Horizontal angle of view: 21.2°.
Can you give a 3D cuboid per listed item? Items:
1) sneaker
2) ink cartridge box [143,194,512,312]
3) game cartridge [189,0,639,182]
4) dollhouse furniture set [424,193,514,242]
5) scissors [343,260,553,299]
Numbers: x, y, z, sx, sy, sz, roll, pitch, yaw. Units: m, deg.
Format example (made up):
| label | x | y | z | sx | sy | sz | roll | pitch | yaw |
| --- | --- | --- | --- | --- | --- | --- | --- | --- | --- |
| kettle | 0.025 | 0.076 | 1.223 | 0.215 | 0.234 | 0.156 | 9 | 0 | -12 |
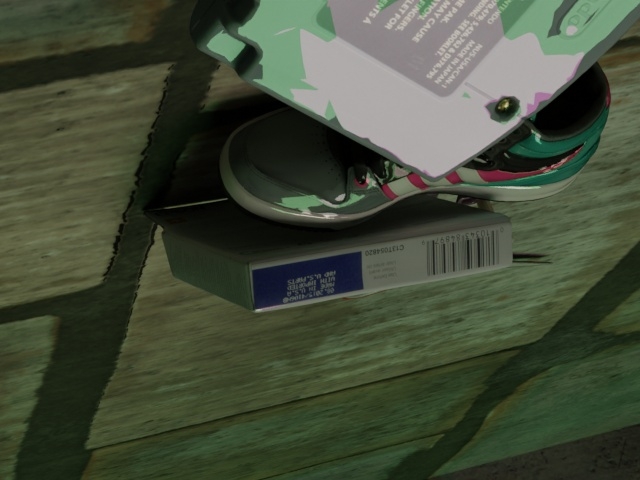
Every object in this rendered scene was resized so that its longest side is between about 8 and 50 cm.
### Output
| label | x | y | z | sx | sy | sz | roll | pitch | yaw |
| --- | --- | --- | --- | --- | --- | --- | --- | --- | --- |
| sneaker | 0.083 | -0.090 | 1.225 | 0.296 | 0.123 | 0.178 | -8 | 157 | -19 |
| ink cartridge box | 0.000 | 0.000 | 1.346 | 0.223 | 0.045 | 0.224 | -10 | -166 | -24 |
| game cartridge | 0.095 | -0.172 | 0.877 | 0.198 | 0.062 | 0.297 | 25 | 117 | -37 |
| dollhouse furniture set | 0.142 | -0.043 | 1.478 | 0.091 | 0.081 | 0.114 | -13 | 161 | -16 |
| scissors | 0.147 | 0.023 | 1.772 | 0.297 | 0.021 | 0.109 | -6 | 156 | -29 |
